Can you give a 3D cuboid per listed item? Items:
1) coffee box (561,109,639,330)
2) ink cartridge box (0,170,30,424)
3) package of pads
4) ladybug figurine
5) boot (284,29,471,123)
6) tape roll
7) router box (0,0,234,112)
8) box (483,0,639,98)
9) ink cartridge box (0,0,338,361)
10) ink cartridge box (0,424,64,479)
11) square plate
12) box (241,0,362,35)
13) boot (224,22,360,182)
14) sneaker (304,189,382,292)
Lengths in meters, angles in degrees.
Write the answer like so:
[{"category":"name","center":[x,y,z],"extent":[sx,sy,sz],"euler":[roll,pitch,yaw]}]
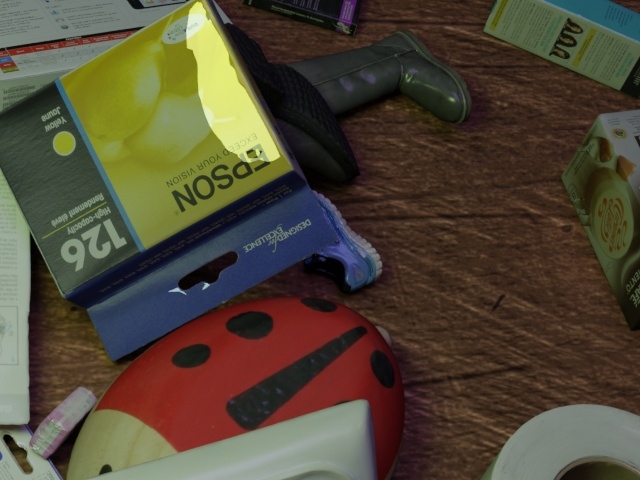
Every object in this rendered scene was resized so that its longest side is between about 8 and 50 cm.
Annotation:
[{"category":"coffee box","center":[0.418,-0.029,2.030],"extent":[0.098,0.141,0.246],"euler":[-8,58,-21]},{"category":"ink cartridge box","center":[-0.482,0.044,1.770],"extent":[0.308,0.091,0.385],"euler":[2,59,-15]},{"category":"package of pads","center":[-0.279,0.196,1.714],"extent":[0.032,0.050,0.083],"euler":[42,26,0]},{"category":"ladybug figurine","center":[-0.071,0.201,1.709],"extent":[0.305,0.162,0.449],"euler":[42,52,13]},{"category":"boot","center":[0.070,-0.196,2.091],"extent":[0.208,0.076,0.189],"euler":[-19,48,-33]},{"category":"tape roll","center":[0.311,0.330,1.776],"extent":[0.286,0.100,0.286],"euler":[7,54,-10]},{"category":"router box","center":[-0.308,-0.280,1.984],"extent":[0.335,0.082,0.301],"euler":[-13,48,-28]},{"category":"box","center":[0.361,-0.297,2.226],"extent":[0.244,0.100,0.060],"euler":[24,53,1]},{"category":"ink cartridge box","center":[-0.184,-0.066,1.762],"extent":[0.303,0.072,0.307],"euler":[-29,82,9]},{"category":"ink cartridge box","center":[-0.385,0.260,1.658],"extent":[0.208,0.045,0.206],"euler":[-21,65,-37]},{"category":"square plate","center":[-0.076,0.361,1.538],"extent":[0.344,0.347,0.049],"euler":[-14,16,-24]},{"category":"box","center":[-0.019,-0.354,2.204],"extent":[0.162,0.029,0.116],"euler":[15,53,-4]},{"category":"boot","center":[-0.113,-0.121,1.941],"extent":[0.222,0.338,0.118],"euler":[-36,51,15]},{"category":"sneaker","center":[0.000,0.000,1.943],"extent":[0.162,0.063,0.073],"euler":[43,59,15]}]
